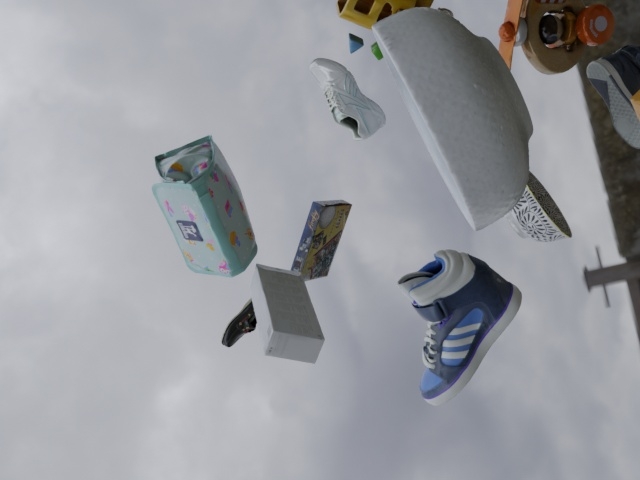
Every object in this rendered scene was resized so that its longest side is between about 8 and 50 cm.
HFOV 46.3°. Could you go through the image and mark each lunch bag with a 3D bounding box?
[{"bbox_3d":[-0.229,-0.063,1.495,0.262,0.160,0.224,-122,11,-63],"label":"lunch bag"}]

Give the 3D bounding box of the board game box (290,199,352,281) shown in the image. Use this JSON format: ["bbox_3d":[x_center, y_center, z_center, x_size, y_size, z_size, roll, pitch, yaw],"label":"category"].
[{"bbox_3d":[0.000,0.000,2.219,0.165,0.042,0.243,-8,-59,-57],"label":"board game box"}]

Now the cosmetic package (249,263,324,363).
[{"bbox_3d":[-0.067,0.132,1.390,0.098,0.061,0.239,11,-156,-17],"label":"cosmetic package"}]

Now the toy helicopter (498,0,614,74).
[{"bbox_3d":[0.432,-0.506,1.553,0.235,0.140,0.355,-36,-72,-12],"label":"toy helicopter"}]

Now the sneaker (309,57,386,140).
[{"bbox_3d":[0.035,-0.222,1.175,0.152,0.053,0.061,46,-118,-4],"label":"sneaker"}]

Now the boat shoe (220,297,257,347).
[{"bbox_3d":[-0.157,0.172,1.563,0.133,0.042,0.049,-49,-28,-3],"label":"boat shoe"}]

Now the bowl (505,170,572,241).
[{"bbox_3d":[0.414,-0.056,1.481,0.170,0.080,0.170,42,-154,-26],"label":"bowl"}]

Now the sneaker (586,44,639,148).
[{"bbox_3d":[0.722,-0.334,1.695,0.163,0.086,0.226,-29,-88,-23],"label":"sneaker"}]

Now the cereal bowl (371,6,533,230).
[{"bbox_3d":[0.209,-0.194,1.093,0.339,0.141,0.339,60,-171,-16],"label":"cereal bowl"}]

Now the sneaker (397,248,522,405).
[{"bbox_3d":[0.232,0.165,1.534,0.236,0.323,0.130,29,-160,-13],"label":"sneaker"}]

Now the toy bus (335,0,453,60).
[{"bbox_3d":[0.128,-0.412,1.333,0.104,0.202,0.191,-94,-19,-52],"label":"toy bus"}]

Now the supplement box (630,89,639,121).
[{"bbox_3d":[0.677,-0.214,1.443,0.233,0.080,0.078,37,-169,-44],"label":"supplement box"}]
